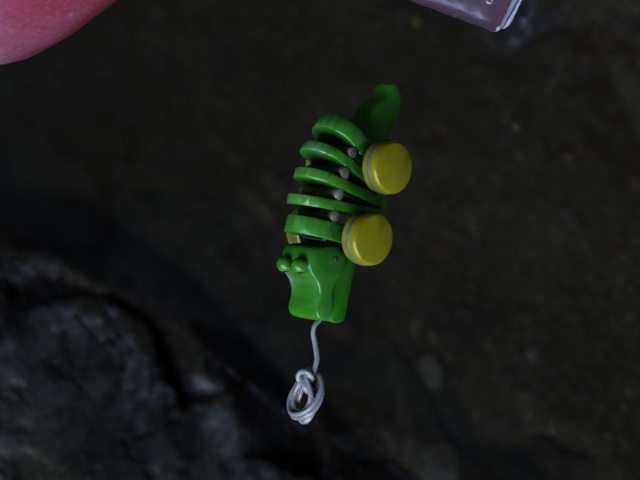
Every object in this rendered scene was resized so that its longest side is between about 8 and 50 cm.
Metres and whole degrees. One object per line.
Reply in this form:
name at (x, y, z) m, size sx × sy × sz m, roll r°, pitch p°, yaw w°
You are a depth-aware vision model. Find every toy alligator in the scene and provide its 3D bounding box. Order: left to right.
toy alligator at (0.000, 0.000, 0.820) m, size 0.051 × 0.189 × 0.056 m, roll 23°, pitch 170°, yaw -41°

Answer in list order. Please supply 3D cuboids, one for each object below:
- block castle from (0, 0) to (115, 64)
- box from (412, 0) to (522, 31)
block castle at (-0.092, -0.290, 0.420) m, size 0.213 × 0.303 × 0.453 m, roll -23°, pitch 96°, yaw 23°
box at (0.021, -0.235, 0.778) m, size 0.203 × 0.168 × 0.167 m, roll 17°, pitch 115°, yaw -17°
